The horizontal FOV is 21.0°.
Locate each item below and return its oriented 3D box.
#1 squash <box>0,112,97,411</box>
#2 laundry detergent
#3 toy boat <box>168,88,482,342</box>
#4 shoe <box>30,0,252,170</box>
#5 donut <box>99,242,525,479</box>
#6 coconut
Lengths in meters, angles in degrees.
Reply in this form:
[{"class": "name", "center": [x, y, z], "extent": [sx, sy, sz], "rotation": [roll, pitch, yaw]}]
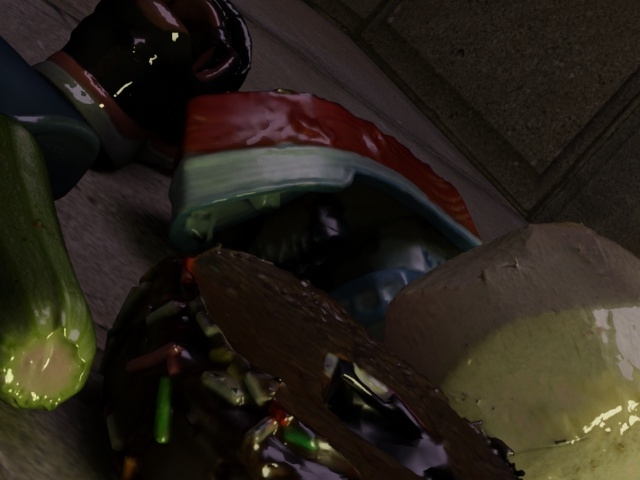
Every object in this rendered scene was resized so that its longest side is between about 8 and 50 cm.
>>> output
[{"class": "squash", "center": [-0.148, 0.003, 0.801], "extent": [0.066, 0.066, 0.229], "rotation": [36, 12, -31]}, {"class": "laundry detergent", "center": [-0.221, -0.108, 1.017], "extent": [0.206, 0.061, 0.097], "rotation": [45, 19, 24]}, {"class": "toy boat", "center": [0.000, 0.000, 1.208], "extent": [0.332, 0.145, 0.133], "rotation": [26, 46, -55]}, {"class": "shoe", "center": [-0.117, -0.131, 1.278], "extent": [0.114, 0.137, 0.291], "rotation": [44, 9, 8]}, {"class": "donut", "center": [0.005, 0.112, 0.817], "extent": [0.270, 0.103, 0.269], "rotation": [38, 12, -10]}, {"class": "coconut", "center": [0.137, 0.101, 1.040], "extent": [0.227, 0.227, 0.230], "rotation": [36, 12, -28]}]
